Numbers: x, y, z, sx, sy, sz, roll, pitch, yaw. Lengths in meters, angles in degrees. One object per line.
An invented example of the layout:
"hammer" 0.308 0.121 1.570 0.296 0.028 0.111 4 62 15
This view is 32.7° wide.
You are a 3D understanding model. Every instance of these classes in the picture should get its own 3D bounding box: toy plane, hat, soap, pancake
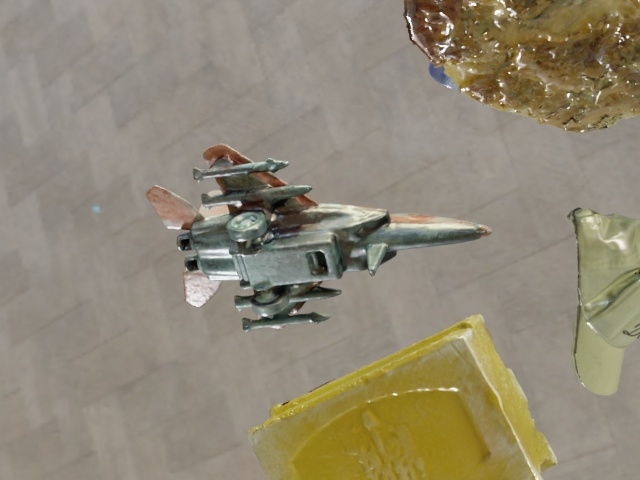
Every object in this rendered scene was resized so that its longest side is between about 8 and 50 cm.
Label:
"toy plane" -0.003 0.004 1.039 0.326 0.104 0.223 2 126 25
"hat" 0.251 0.053 0.922 0.081 0.122 0.166 12 104 32
"soap" 0.086 0.235 1.255 0.315 0.091 0.199 -27 87 25
"pancake" 0.236 -0.216 0.823 0.356 0.356 0.065 -38 39 32

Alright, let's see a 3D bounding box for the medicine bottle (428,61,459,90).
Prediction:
"medicine bottle" 0.163 -0.252 1.055 0.059 0.059 0.231 50 142 30
